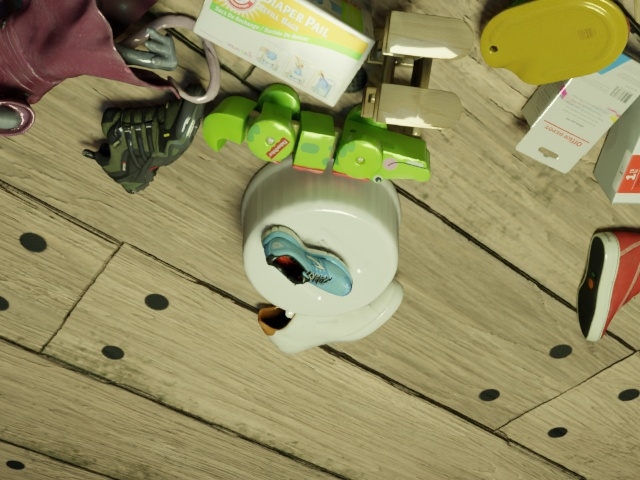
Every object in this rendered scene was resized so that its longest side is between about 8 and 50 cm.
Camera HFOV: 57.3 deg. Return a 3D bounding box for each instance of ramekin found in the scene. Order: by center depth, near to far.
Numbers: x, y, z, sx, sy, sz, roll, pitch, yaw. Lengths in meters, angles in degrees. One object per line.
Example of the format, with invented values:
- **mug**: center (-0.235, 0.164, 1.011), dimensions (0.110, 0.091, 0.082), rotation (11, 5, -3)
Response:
- **ramekin**: center (0.000, 0.000, 0.970), dimensions (0.278, 0.135, 0.277), rotation (1, 130, 1)

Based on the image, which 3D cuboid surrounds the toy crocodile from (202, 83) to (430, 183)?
- **toy crocodile**: center (-0.002, -0.144, 0.863), dimensions (0.341, 0.115, 0.105), rotation (11, 132, -6)

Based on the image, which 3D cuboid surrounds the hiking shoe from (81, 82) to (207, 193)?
- **hiking shoe**: center (-0.262, -0.162, 0.868), dimensions (0.114, 0.086, 0.227), rotation (34, 123, -29)

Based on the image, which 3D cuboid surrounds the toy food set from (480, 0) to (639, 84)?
- **toy food set**: center (0.317, -0.276, 0.744), dimensions (0.218, 0.071, 0.128), rotation (-1, 144, 40)

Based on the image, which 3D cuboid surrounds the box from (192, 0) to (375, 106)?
- **box**: center (-0.044, -0.280, 0.749), dimensions (0.203, 0.114, 0.103), rotation (25, 126, -17)

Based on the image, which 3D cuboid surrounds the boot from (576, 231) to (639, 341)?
- **boot**: center (0.578, 0.088, 1.074), dimensions (0.177, 0.088, 0.244), rotation (-3, 126, 1)

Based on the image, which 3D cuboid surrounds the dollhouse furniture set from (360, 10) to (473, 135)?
- **dollhouse furniture set**: center (0.151, -0.249, 0.716), dimensions (0.161, 0.212, 0.241), rotation (6, 103, -3)

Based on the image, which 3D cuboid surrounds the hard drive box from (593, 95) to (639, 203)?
- **hard drive box**: center (0.561, -0.147, 0.872), dimensions (0.232, 0.089, 0.181), rotation (1, 129, 0)

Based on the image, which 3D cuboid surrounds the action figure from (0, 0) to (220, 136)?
- **action figure**: center (-0.364, -0.262, 0.767), dimensions (0.371, 0.247, 0.276), rotation (-15, 172, 28)

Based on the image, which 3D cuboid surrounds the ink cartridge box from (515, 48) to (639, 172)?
- **ink cartridge box**: center (0.370, -0.197, 0.848), dimensions (0.104, 0.061, 0.181), rotation (22, 126, -16)

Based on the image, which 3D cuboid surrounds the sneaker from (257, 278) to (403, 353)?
- **sneaker**: center (0.009, 0.128, 1.095), dimensions (0.290, 0.105, 0.123), rotation (-25, 128, 22)

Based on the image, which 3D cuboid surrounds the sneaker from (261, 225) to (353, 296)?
- **sneaker**: center (-0.022, 0.048, 0.874), dimensions (0.162, 0.073, 0.063), rotation (29, 124, -22)
